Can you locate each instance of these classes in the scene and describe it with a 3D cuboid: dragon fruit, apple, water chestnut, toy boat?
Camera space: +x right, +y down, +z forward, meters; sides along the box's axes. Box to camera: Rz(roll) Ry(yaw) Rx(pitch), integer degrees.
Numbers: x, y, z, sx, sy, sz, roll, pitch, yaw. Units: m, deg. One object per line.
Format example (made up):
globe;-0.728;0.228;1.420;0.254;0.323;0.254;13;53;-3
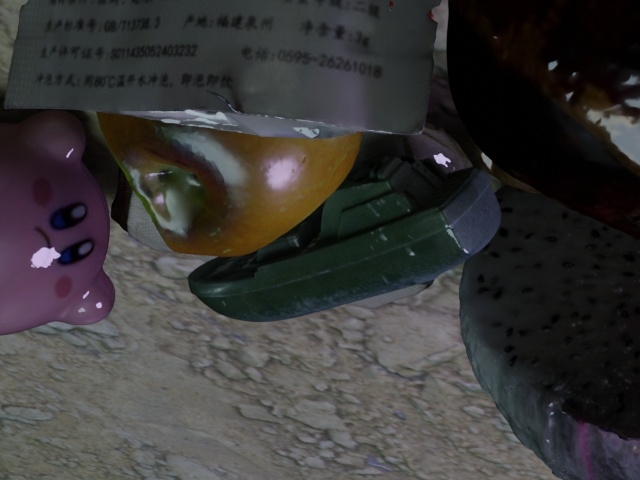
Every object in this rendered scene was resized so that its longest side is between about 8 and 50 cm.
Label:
dragon fruit;0.235;0.097;1.029;0.283;0.204;0.221;9;150;19
apple;-0.059;-0.069;0.875;0.163;0.147;0.146;-29;112;29
water chestnut;0.180;-0.107;0.724;0.224;0.238;0.223;30;-169;-6
toy boat;0.000;0.000;0.993;0.260;0.078;0.085;-17;110;44

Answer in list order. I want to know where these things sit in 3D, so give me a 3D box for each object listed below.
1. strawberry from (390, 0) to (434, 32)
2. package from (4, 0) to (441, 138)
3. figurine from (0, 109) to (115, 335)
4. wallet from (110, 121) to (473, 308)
strawberry;0.006;-0.152;0.903;0.152;0.048;0.104;46;150;-15
package;-0.052;-0.159;0.771;0.251;0.203;0.062;5;171;24
figurine;-0.246;-0.009;1.167;0.173;0.173;0.173;14;150;8
wallet;-0.030;-0.047;1.083;0.275;0.068;0.335;21;154;0
